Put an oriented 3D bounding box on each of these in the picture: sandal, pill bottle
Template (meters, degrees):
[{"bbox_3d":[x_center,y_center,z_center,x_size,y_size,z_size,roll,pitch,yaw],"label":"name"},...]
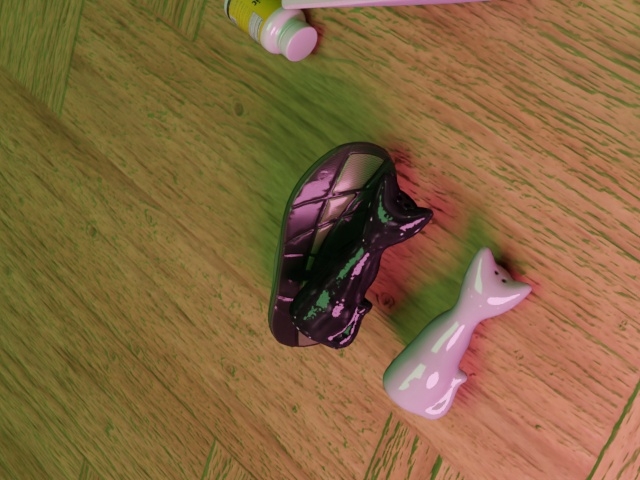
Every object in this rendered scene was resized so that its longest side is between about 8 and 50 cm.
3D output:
[{"bbox_3d":[-0.002,0.001,1.384,0.086,0.120,0.303,-97,22,-49],"label":"sandal"},{"bbox_3d":[-0.058,-0.265,1.406,0.116,0.065,0.065,43,126,29],"label":"pill bottle"}]

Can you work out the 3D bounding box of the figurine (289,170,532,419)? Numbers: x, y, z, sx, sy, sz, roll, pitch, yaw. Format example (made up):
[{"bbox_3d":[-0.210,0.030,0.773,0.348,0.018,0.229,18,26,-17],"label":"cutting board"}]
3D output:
[{"bbox_3d":[0.101,0.060,1.280,0.215,0.092,0.209,37,121,7],"label":"figurine"}]

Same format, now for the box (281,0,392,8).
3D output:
[{"bbox_3d":[0.082,-0.404,1.130,0.168,0.215,0.345,7,104,43],"label":"box"}]
